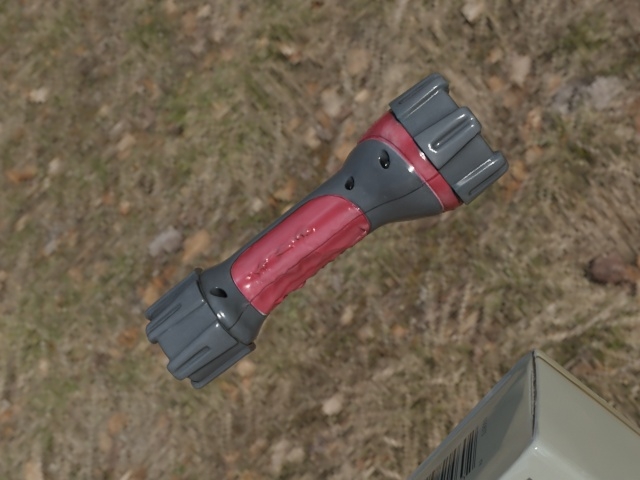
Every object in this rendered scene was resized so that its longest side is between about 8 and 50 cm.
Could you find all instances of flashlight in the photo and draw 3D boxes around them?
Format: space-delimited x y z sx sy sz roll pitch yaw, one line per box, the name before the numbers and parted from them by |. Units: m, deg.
flashlight | 0.000 0.000 0.901 0.304 0.103 0.103 -38 62 6

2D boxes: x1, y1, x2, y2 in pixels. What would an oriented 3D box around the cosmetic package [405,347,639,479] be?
cosmetic package | 0.179 0.220 0.597 0.160 0.309 0.113 -49 5 21
